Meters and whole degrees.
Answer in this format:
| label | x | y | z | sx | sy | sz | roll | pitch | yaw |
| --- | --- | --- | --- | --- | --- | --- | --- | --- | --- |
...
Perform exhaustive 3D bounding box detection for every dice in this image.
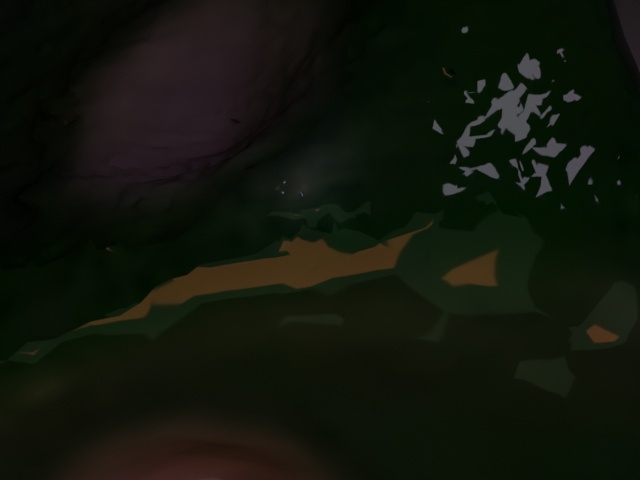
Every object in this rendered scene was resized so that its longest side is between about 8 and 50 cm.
| label | x | y | z | sx | sy | sz | roll | pitch | yaw |
| --- | --- | --- | --- | --- | --- | --- | --- | --- | --- |
| dice | 0.000 | 0.000 | 0.557 | 0.287 | 0.297 | 0.300 | -22 | 132 | 24 |
